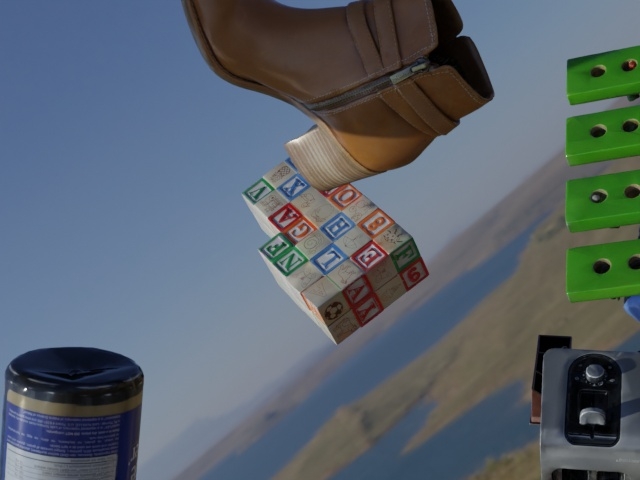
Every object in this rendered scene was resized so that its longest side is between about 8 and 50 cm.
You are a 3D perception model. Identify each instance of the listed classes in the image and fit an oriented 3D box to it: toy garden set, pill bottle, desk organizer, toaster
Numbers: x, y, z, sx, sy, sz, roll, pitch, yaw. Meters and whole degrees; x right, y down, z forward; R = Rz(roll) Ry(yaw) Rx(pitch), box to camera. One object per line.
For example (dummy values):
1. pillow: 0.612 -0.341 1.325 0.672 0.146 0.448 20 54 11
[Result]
1. toy garden set: 0.300 -0.058 0.976 0.203 0.049 0.244 -8 52 23
2. pill bottle: -0.226 0.215 1.103 0.123 0.122 0.219 -27 -55 -71
3. desk organizer: 0.285 0.170 1.518 0.047 0.050 0.130 2 27 13
4. toaster: 0.274 0.188 1.078 0.110 0.168 0.186 -74 -19 -43

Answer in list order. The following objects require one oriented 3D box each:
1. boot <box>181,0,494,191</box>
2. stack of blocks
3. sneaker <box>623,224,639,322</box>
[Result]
1. boot: 0.012 -0.191 1.152 0.220 0.283 0.109 -26 10 40
2. stack of blocks: 0.000 0.000 1.819 0.171 0.297 0.087 -37 -46 -9
3. sneaker: 0.362 -0.022 1.283 0.232 0.090 0.081 -53 -14 -19
